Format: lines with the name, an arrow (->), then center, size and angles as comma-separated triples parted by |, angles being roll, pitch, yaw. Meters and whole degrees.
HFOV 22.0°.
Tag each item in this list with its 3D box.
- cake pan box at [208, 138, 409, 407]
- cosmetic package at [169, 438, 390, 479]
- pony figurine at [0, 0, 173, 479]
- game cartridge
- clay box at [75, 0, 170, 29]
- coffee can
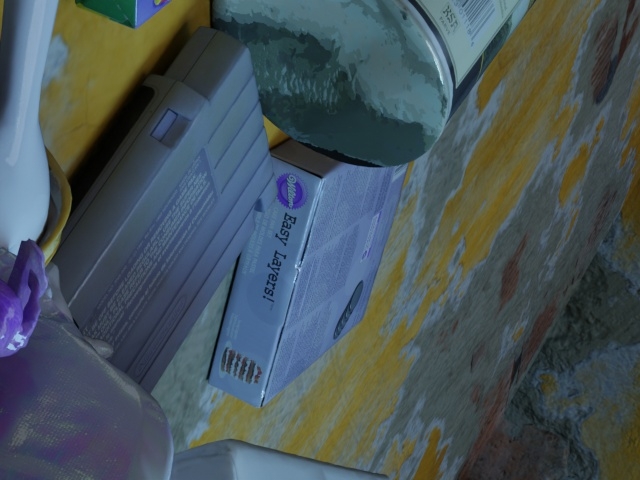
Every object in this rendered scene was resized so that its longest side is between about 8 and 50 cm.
cake pan box -> 0.000, 0.000, 1.596 | 0.246, 0.070, 0.266 | -41, 150, -58
cosmetic package -> -0.110, 0.333, 1.046 | 0.394, 0.329, 0.327 | 36, 39, -72
pony figurine -> -0.191, 0.009, 0.781 | 0.351, 0.303, 0.363 | -54, 146, -58
game cartridge -> -0.150, 0.034, 1.218 | 0.355, 0.068, 0.230 | -58, 157, -23
clay box -> -0.077, -0.244, 1.064 | 0.222, 0.053, 0.127 | -48, 154, -44
coffee can -> 0.071, -0.220, 1.284 | 0.275, 0.202, 0.201 | -53, 159, -34
